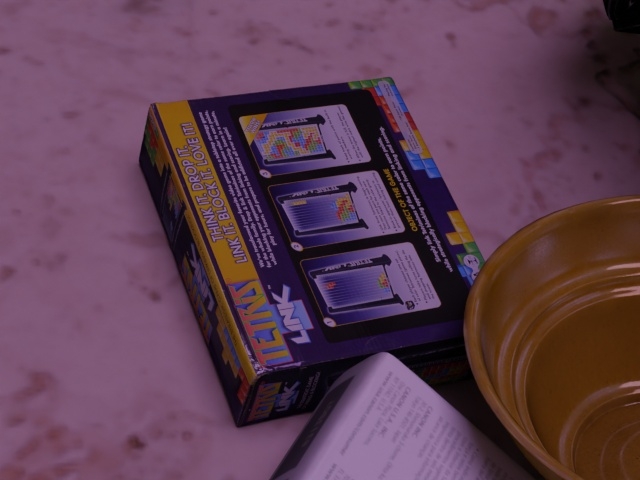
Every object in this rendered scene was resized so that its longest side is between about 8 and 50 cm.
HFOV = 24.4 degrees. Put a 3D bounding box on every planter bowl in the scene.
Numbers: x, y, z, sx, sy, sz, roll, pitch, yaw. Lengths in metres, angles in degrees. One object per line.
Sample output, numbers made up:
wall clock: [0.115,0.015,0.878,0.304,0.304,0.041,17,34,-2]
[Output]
planter bowl: [0.170,0.080,0.684,0.217,0.090,0.217,2,40,-2]

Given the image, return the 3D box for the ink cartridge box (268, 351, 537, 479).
ink cartridge box: [0.061,0.188,0.625,0.232,0.066,0.189,43,49,-9]

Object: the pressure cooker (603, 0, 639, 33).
pressure cooker: [0.368,-0.158,0.785,0.420,0.370,0.375,2,48,-21]

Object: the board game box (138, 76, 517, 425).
board game box: [0.000,0.000,0.748,0.141,0.048,0.170,-9,55,-22]
